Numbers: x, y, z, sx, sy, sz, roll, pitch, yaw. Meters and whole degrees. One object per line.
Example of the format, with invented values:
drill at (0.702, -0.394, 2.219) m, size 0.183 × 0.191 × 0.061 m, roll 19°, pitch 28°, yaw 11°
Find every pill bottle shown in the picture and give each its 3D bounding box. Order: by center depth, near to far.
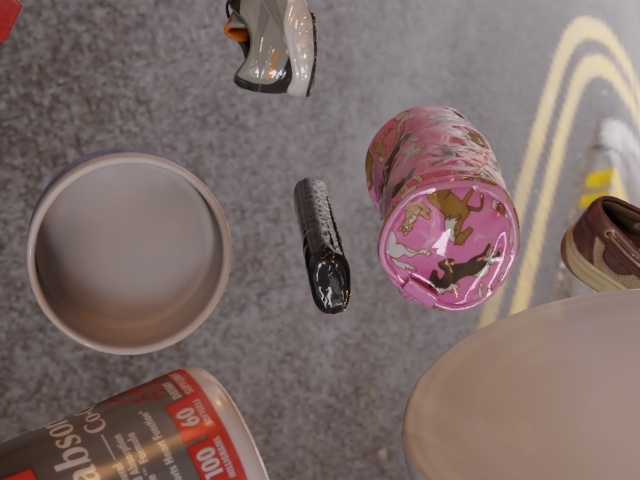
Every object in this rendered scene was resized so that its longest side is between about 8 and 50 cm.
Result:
pill bottle at (-0.241, 0.281, 1.240) m, size 0.362 × 0.210 × 0.210 m, roll -22°, pitch 104°, yaw -21°

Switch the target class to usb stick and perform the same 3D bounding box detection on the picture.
usb stick at (0.000, 0.000, 1.441) m, size 0.278 × 0.045 × 0.077 m, roll -104°, pitch -176°, yaw -70°

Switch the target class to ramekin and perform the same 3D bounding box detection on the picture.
ramekin at (0.188, 0.143, 0.713) m, size 0.273 × 0.272 × 0.127 m, roll -56°, pitch 141°, yaw -58°

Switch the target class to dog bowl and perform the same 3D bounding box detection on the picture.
dog bowl at (-0.255, 0.011, 1.694) m, size 0.104 × 0.264 × 0.265 m, roll -138°, pitch -151°, yaw -72°

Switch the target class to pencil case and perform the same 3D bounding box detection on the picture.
pencil case at (0.139, -0.049, 1.545) m, size 0.386 × 0.160 × 0.167 m, roll -93°, pitch 179°, yaw -73°

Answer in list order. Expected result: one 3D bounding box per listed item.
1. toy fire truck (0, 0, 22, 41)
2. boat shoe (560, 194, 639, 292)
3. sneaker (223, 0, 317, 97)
toy fire truck at (-0.384, -0.184, 1.183) m, size 0.135 × 0.192 × 0.047 m, roll 36°, pitch 6°, yaw -34°
boat shoe at (0.463, 0.049, 1.544) m, size 0.123 × 0.342 × 0.123 m, roll -55°, pitch 173°, yaw -38°
sneaker at (-0.067, -0.301, 1.552) m, size 0.100 × 0.108 × 0.272 m, roll 105°, pitch -20°, yaw -67°
